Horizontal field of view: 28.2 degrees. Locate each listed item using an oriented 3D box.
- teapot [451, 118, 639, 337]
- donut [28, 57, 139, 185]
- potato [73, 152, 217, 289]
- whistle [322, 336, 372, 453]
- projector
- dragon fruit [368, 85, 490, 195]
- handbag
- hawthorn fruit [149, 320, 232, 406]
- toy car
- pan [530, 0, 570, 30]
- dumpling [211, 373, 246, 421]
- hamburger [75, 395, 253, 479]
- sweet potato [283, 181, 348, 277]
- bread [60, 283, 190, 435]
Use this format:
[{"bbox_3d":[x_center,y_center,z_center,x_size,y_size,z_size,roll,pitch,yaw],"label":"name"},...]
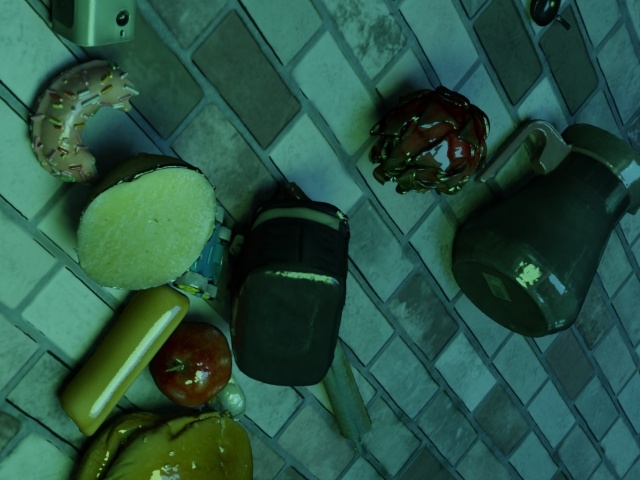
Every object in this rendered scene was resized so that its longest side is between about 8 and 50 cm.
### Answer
[{"bbox_3d":[0.396,-0.036,2.244,0.300,0.253,0.344,48,68,-18],"label":"teapot"},{"bbox_3d":[-0.300,-0.144,1.562,0.117,0.065,0.166,2,112,-47],"label":"donut"},{"bbox_3d":[-0.234,-0.045,1.648,0.182,0.117,0.202,0,129,-22],"label":"potato"},{"bbox_3d":[0.034,0.249,2.170,0.326,0.057,0.068,72,18,-44],"label":"whistle"},{"bbox_3d":[-0.264,-0.281,1.491,0.083,0.083,0.082,-17,126,-38],"label":"projector"},{"bbox_3d":[0.169,-0.150,1.953,0.182,0.182,0.189,71,29,-44],"label":"dragon fruit"},{"bbox_3d":[-0.049,0.071,1.860,0.181,0.181,0.254,5,131,-2],"label":"handbag"},{"bbox_3d":[-0.184,0.178,1.835,0.125,0.140,0.125,3,82,-20],"label":"hawthorn fruit"},{"bbox_3d":[-0.186,0.013,1.786,0.161,0.098,0.126,72,31,-77],"label":"toy car"},{"bbox_3d":[0.385,-0.383,2.140,0.115,0.023,0.068,30,91,-48],"label":"pan"},{"bbox_3d":[-0.148,0.252,2.003,0.059,0.043,0.077,-14,131,-13],"label":"dumpling"},{"bbox_3d":[-0.233,0.384,1.903,0.289,0.170,0.314,2,111,-53],"label":"hamburger"},{"bbox_3d":[0.000,0.000,1.958,0.077,0.077,0.244,-40,141,-20],"label":"sweet potato"},{"bbox_3d":[-0.276,0.159,1.776,0.074,0.092,0.239,38,87,-12],"label":"bread"}]
